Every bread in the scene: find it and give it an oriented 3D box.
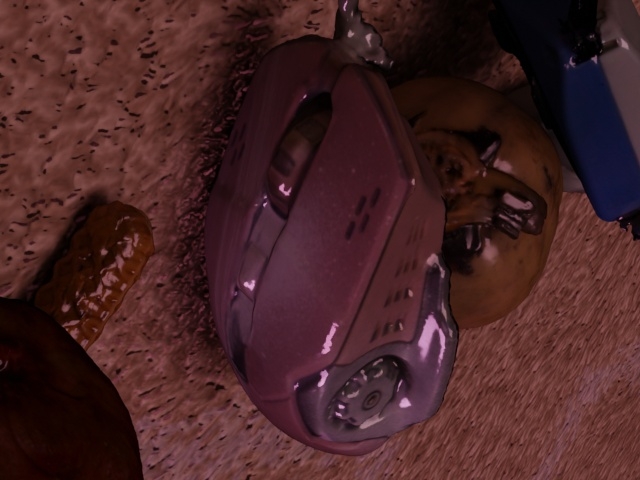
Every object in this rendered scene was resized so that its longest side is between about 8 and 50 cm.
[{"bbox_3d":[-0.156,0.046,0.976,0.157,0.044,0.052,-57,146,-8],"label":"bread"}]

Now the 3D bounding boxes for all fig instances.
[{"bbox_3d":[-0.226,0.142,0.896,0.190,0.191,0.290,-29,179,-44],"label":"fig"}]

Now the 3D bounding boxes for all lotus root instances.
[{"bbox_3d":[0.106,-0.017,1.218,0.183,0.182,0.310,-58,161,-4],"label":"lotus root"}]

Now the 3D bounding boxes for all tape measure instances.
[{"bbox_3d":[0.173,-0.176,1.146,0.097,0.215,0.351,-24,138,6],"label":"tape measure"}]

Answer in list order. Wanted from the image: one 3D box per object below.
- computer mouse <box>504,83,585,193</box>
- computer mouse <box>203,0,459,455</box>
[{"bbox_3d":[0.220,-0.095,1.374,0.231,0.128,0.079,-10,125,-59],"label":"computer mouse"},{"bbox_3d":[-0.005,0.003,1.044,0.115,0.199,0.389,-24,136,-31],"label":"computer mouse"}]
